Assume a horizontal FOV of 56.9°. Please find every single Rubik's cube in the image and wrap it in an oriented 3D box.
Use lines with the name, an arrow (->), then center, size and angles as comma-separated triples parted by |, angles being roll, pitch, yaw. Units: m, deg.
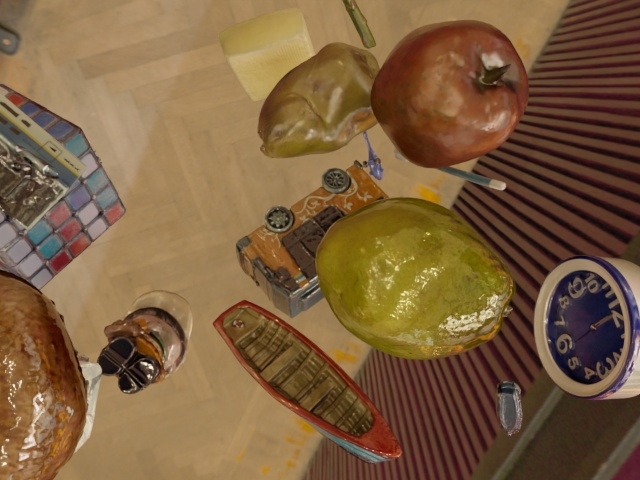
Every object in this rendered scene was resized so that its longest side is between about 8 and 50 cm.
Rubik's cube -> -0.662, -0.116, 1.293 | 0.293, 0.291, 0.287 | 30, 61, 21

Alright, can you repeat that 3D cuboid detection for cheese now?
cheese -> -0.140, -0.538, 1.726 | 0.243, 0.265, 0.123 | -20, 74, 4

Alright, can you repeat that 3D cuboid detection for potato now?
potato -> 0.000, -0.299, 1.302 | 0.351, 0.202, 0.218 | -38, 67, -20

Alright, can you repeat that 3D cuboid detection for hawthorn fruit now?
hawthorn fruit -> 0.244, -0.263, 1.070 | 0.268, 0.301, 0.267 | -1, 93, -17

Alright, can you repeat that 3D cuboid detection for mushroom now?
mushroom -> -0.425, 0.163, 0.628 | 0.332, 0.356, 0.333 | 4, 91, -4

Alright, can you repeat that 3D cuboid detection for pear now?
pear -> 0.120, 0.051, 0.788 | 0.269, 0.212, 0.212 | 17, 105, 18

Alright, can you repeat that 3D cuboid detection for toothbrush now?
toothbrush -> 0.266, -0.150, 1.251 | 0.019, 0.276, 0.025 | -41, 137, -28

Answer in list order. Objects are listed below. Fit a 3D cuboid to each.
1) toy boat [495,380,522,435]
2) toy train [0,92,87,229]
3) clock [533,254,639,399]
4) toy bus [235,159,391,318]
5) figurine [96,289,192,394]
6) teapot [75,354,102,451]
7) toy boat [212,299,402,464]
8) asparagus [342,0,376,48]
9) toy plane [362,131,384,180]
toy boat -> 0.263, 0.234, 0.821 | 0.038, 0.038, 0.083 | -5, 102, 3
toy train -> -0.268, -0.105, 0.387 | 0.052, 0.051, 0.234 | -40, 112, 18
clock -> 0.447, 0.141, 0.959 | 0.083, 0.230, 0.230 | 7, 105, -17
toy bus -> 0.000, 0.000, 1.255 | 0.324, 0.161, 0.194 | -36, 70, -17
figurine -> -0.399, 0.246, 1.299 | 0.185, 0.332, 0.204 | 44, 104, -4
teapot -> -0.482, 0.280, 0.949 | 0.164, 0.222, 0.178 | 7, 102, 20
toy boat -> -0.027, 0.253, 1.034 | 0.392, 0.136, 0.079 | 38, 137, 17
asparagus -> 0.034, -0.395, 0.934 | 0.025, 0.024, 0.248 | -45, 141, 0
toy plane -> 0.155, -0.258, 1.775 | 0.054, 0.062, 0.167 | -10, 111, 32
